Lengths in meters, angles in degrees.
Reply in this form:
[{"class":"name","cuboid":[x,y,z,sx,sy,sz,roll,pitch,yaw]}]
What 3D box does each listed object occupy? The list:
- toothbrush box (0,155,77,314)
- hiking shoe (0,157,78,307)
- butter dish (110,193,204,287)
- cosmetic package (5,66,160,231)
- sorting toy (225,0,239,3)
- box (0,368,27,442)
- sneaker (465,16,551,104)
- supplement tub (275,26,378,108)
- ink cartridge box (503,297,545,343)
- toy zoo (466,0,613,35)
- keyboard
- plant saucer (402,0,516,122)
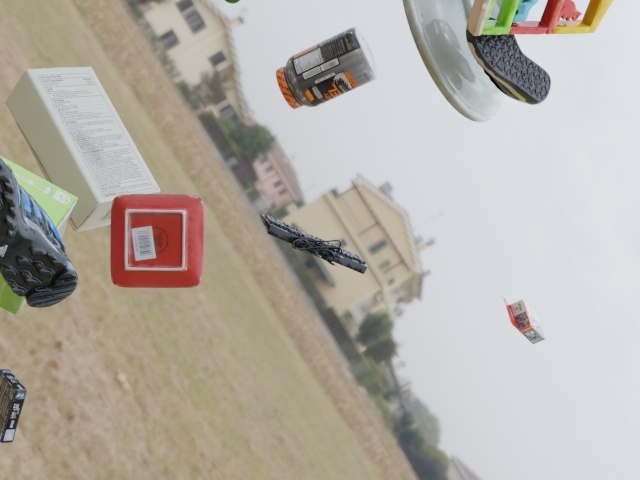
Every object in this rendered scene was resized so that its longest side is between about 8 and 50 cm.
[{"class":"toothbrush box","cuboid":[-0.567,-0.039,1.417,0.283,0.206,0.122,30,40,-8]},{"class":"hiking shoe","cuboid":[-0.450,-0.041,1.210,0.132,0.113,0.304,48,-15,55]},{"class":"butter dish","cuboid":[-0.276,0.000,1.531,0.118,0.160,0.160,-51,141,-89]},{"class":"cosmetic package","cuboid":[-0.468,-0.184,1.730,0.160,0.113,0.309,-16,71,-50]},{"class":"sorting toy","cuboid":[-0.196,-0.499,1.691,0.102,0.061,0.042,56,29,-1]},{"class":"box","cuboid":[-0.446,0.233,1.243,0.018,0.083,0.067,9,13,-44]},{"class":"sneaker","cuboid":[0.319,-0.314,1.590,0.235,0.084,0.097,37,-13,-34]},{"class":"supplement tub","cuboid":[0.012,-0.348,1.803,0.117,0.190,0.117,56,21,-34]},{"class":"ink cartridge box","cuboid":[0.401,0.153,1.729,0.115,0.029,0.062,39,32,-45]},{"class":"toy zoo","cuboid":[0.401,-0.433,1.461,0.030,0.293,0.192,-116,-151,-42]},{"class":"keyboard","cuboid":[0.000,0.000,1.405,0.192,0.038,0.100,22,16,-25]},{"class":"plant saucer","cuboid":[0.301,-0.440,1.760,0.400,0.101,0.400,30,51,-47]}]
